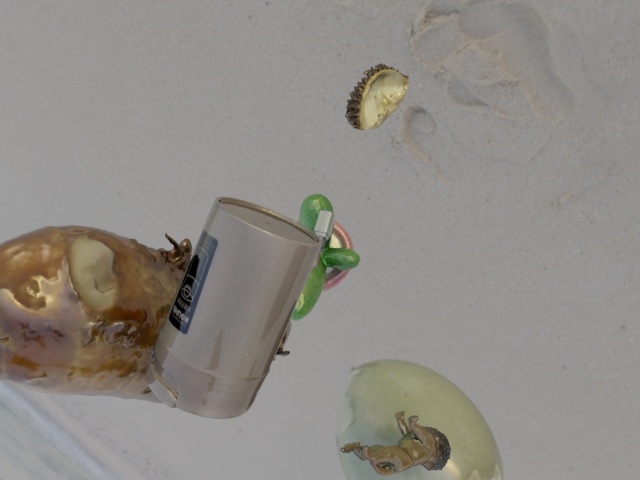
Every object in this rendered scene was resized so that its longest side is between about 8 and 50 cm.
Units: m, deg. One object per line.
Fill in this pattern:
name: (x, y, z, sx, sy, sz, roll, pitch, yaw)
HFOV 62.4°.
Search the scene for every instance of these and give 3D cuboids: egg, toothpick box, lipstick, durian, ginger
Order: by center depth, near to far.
toothpick box: (-0.081, 0.062, 0.496, 0.111, 0.111, 0.180, 27, 101, 14)
ginger: (-0.178, 0.082, 0.617, 0.254, 0.176, 0.418, -31, 148, 12)
durian: (0.080, -0.208, 0.746, 0.066, 0.130, 0.052, 39, 156, 5)
lipstick: (0.000, 0.000, 0.934, 0.025, 0.107, 0.025, 9, 165, 22)
egg: (0.165, 0.375, 1.000, 0.336, 0.278, 0.278, 49, 155, 48)

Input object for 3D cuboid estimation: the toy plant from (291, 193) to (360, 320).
toy plant: (-0.015, 0.060, 1.439, 0.211, 0.316, 0.356, 13, 174, -3)

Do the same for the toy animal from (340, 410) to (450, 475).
toy animal: (0.113, 0.284, 0.748, 0.220, 0.086, 0.069, 13, 153, -34)
